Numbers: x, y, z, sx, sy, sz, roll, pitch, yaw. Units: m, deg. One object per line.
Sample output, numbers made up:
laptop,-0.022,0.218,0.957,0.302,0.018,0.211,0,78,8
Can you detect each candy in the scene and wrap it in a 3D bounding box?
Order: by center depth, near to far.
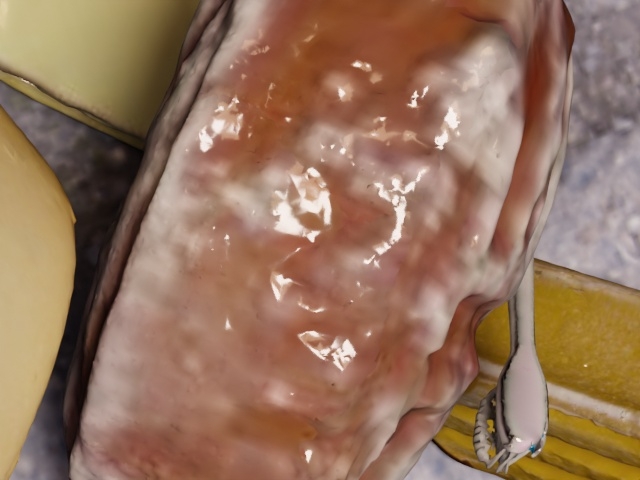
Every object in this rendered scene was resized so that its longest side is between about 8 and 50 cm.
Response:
candy,0.000,0.000,0.649,0.157,0.214,0.290,22,101,7

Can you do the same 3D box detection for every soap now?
soap,0.156,0.088,0.741,0.080,0.257,0.160,-60,150,-19

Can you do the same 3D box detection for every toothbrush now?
toothbrush,0.085,-0.015,0.728,0.024,0.026,0.288,26,41,-17

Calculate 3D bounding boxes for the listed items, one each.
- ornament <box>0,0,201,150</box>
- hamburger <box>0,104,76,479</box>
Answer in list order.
ornament,-0.061,-0.102,0.742,0.201,0.059,0.180,-20,104,-20
hamburger,-0.216,0.034,0.537,0.176,0.300,0.300,38,73,-27
